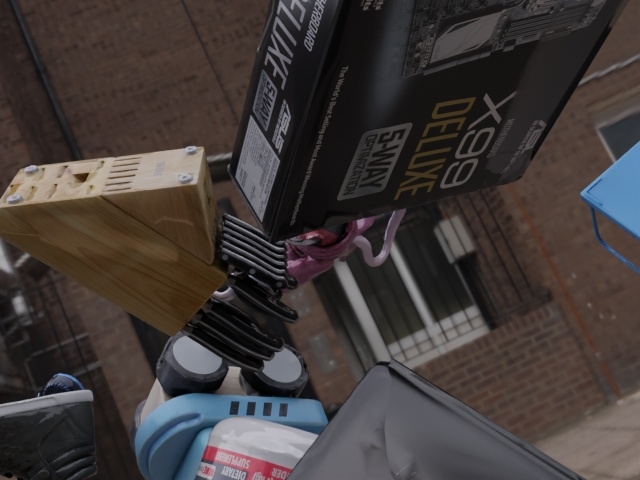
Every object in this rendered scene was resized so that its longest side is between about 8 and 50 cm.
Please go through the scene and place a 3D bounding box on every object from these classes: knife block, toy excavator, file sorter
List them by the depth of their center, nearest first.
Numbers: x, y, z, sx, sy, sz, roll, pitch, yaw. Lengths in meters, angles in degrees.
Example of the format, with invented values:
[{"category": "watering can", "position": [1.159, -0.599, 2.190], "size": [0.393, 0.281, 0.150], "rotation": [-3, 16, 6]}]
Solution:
[{"category": "knife block", "position": [-0.163, 0.035, 0.816], "size": [0.275, 0.242, 0.088], "rotation": [-7, 30, 1]}, {"category": "file sorter", "position": [0.382, -0.044, 0.837], "size": [0.170, 0.118, 0.104], "rotation": [-40, -39, -4]}, {"category": "toy excavator", "position": [-0.060, 0.391, 1.239], "size": [0.432, 0.445, 0.222], "rotation": [10, -52, -28]}]

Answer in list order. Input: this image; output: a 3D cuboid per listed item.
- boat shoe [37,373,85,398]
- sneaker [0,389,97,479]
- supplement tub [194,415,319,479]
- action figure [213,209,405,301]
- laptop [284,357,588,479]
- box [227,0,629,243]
[{"category": "boat shoe", "position": [-0.450, 0.359, 1.390], "size": [0.109, 0.258, 0.089], "rotation": [9, 21, 13]}, {"category": "sneaker", "position": [-0.434, 0.308, 1.116], "size": [0.295, 0.147, 0.104], "rotation": [-5, -20, -46]}, {"category": "supplement tub", "position": [-0.042, 0.304, 0.679], "size": [0.191, 0.272, 0.191], "rotation": [16, -18, 5]}, {"category": "action figure", "position": [0.000, 0.000, 1.213], "size": [0.275, 0.248, 0.370], "rotation": [16, -1, -4]}, {"category": "laptop", "position": [0.076, 0.354, 0.394], "size": [0.236, 0.382, 0.408], "rotation": [-27, -43, -44]}, {"category": "box", "position": [0.086, -0.147, 0.515], "size": [0.242, 0.076, 0.307], "rotation": [-14, -35, -30]}]
